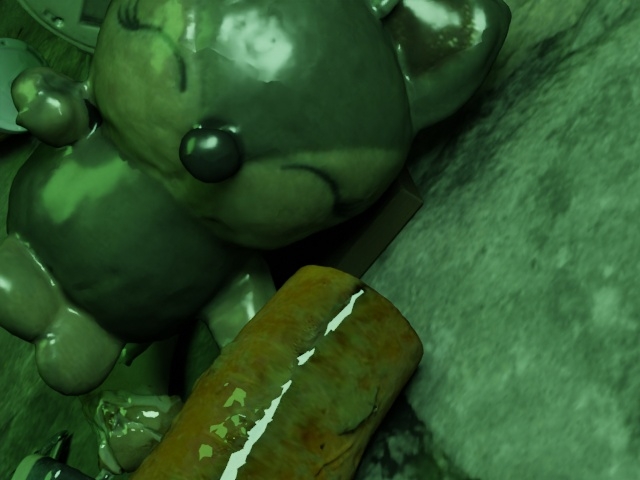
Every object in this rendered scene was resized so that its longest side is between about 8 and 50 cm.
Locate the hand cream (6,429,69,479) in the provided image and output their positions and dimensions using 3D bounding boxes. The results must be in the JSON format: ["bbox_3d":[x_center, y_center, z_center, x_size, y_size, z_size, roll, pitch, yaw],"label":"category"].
[{"bbox_3d":[-0.252,0.256,1.487,0.086,0.055,0.235,-37,26,33],"label":"hand cream"}]

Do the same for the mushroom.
[{"bbox_3d":[-0.159,0.086,1.445,0.116,0.093,0.225,-25,32,17],"label":"mushroom"}]

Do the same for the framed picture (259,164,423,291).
[{"bbox_3d":[0.000,0.000,1.333,0.168,0.023,0.128,-50,28,17],"label":"framed picture"}]

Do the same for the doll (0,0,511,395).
[{"bbox_3d":[-0.080,-0.110,1.295,0.382,0.252,0.379,-44,30,15],"label":"doll"}]

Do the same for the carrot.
[{"bbox_3d":[-0.053,0.163,1.119,0.138,0.138,0.302,-9,43,58],"label":"carrot"}]

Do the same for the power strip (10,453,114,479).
[{"bbox_3d":[-0.209,0.277,1.311,0.070,0.105,0.257,5,66,57],"label":"power strip"}]

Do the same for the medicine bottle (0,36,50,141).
[{"bbox_3d":[-0.452,-0.115,2.162,0.426,0.108,0.108,-24,43,51],"label":"medicine bottle"}]

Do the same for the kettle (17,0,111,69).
[{"bbox_3d":[-0.179,-0.339,1.826,0.377,0.250,0.361,-91,12,-51],"label":"kettle"}]
